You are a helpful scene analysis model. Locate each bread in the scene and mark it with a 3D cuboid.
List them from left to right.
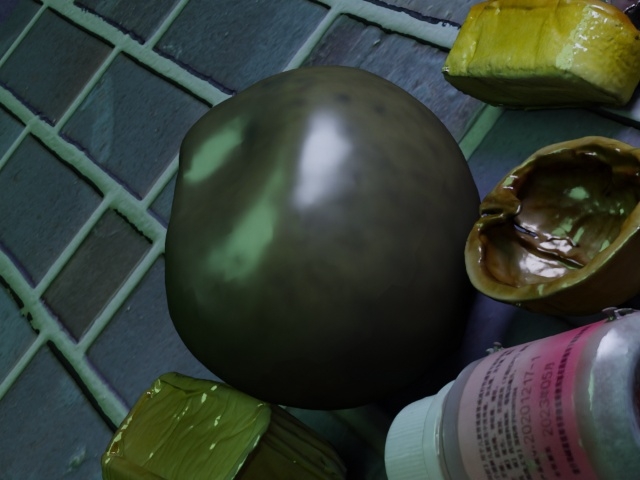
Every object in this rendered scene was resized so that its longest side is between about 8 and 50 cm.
[{"bbox_3d":[-0.094,0.212,1.733,0.152,0.119,0.288,-55,26,-14],"label":"bread"},{"bbox_3d":[0.209,-0.171,1.754,0.245,0.102,0.094,7,69,63],"label":"bread"}]

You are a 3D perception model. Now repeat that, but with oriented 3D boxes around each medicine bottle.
[{"bbox_3d":[0.162,0.141,1.370,0.247,0.147,0.147,-22,38,48],"label":"medicine bottle"}]

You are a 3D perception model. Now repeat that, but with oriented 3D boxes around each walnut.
[{"bbox_3d":[0.211,0.004,1.529,0.167,0.087,0.211,-50,26,-12],"label":"walnut"}]

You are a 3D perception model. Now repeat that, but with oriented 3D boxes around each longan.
[{"bbox_3d":[0.000,0.000,1.659,0.288,0.288,0.350,-34,26,33],"label":"longan"}]

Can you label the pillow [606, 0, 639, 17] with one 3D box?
[{"bbox_3d":[0.302,-0.269,1.791,0.118,0.043,0.185,-40,23,22],"label":"pillow"}]
